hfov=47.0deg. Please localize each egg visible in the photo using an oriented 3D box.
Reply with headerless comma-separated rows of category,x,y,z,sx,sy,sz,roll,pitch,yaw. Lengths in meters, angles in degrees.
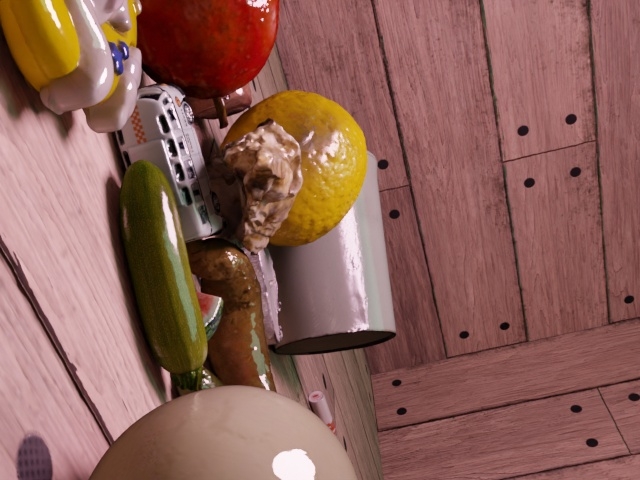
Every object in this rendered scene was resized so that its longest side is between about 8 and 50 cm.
egg,-0.073,0.222,0.560,0.269,0.219,0.219,61,17,-84

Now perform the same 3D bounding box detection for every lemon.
lemon,-0.051,-0.116,1.254,0.310,0.254,0.253,-56,148,-27

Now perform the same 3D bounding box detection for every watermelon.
watermelon,-0.158,0.099,0.864,0.092,0.072,0.084,-58,166,-23

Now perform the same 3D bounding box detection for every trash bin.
trash bin,0.000,0.000,1.495,0.280,0.281,0.431,58,23,-73

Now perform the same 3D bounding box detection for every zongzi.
zongzi,-0.136,0.211,0.844,0.104,0.052,0.113,56,33,-53

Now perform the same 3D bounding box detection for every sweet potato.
sweet potato,-0.115,0.111,0.979,0.124,0.098,0.309,-146,-142,-78

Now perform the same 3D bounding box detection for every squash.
squash,-0.169,0.039,0.785,0.069,0.069,0.257,-16,93,-84

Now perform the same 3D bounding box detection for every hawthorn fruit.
hawthorn fruit,-0.146,-0.266,0.917,0.230,0.210,0.265,25,-39,52

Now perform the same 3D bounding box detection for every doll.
doll,-0.221,-0.227,0.654,0.237,0.111,0.252,53,34,-73

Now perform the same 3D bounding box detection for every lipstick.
lipstick,0.006,0.416,1.749,0.038,0.039,0.130,-94,169,-58

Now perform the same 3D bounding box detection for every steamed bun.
steamed bun,-0.181,-0.272,1.212,0.175,0.106,0.144,180,-109,-82

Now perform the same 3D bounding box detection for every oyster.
oyster,-0.095,-0.072,0.966,0.166,0.110,0.341,59,-23,9

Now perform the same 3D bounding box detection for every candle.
candle,-0.111,0.076,1.237,0.192,0.068,0.168,-99,176,-50

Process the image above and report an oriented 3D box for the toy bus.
toy bus,-0.181,-0.085,0.857,0.089,0.087,0.193,-59,135,-76
